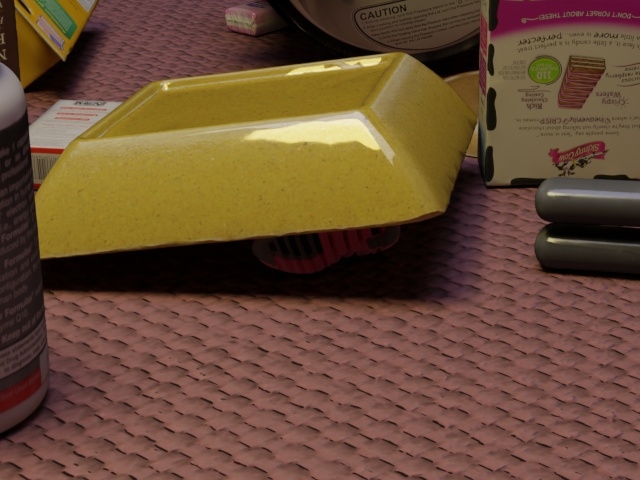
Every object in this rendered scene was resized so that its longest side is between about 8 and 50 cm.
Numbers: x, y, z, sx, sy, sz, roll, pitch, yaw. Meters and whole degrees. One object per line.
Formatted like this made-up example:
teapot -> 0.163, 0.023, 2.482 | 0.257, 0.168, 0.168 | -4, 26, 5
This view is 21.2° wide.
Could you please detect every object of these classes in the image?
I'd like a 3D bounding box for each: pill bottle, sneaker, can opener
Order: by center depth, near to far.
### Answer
pill bottle -> -0.258, -0.026, 1.062 | 0.161, 0.283, 0.161 | -1, 21, 0
can opener -> 0.294, 0.002, 1.248 | 0.284, 0.076, 0.095 | 4, 21, 15
sneaker -> 0.000, 0.000, 1.328 | 0.119, 0.047, 0.057 | -9, 0, -20

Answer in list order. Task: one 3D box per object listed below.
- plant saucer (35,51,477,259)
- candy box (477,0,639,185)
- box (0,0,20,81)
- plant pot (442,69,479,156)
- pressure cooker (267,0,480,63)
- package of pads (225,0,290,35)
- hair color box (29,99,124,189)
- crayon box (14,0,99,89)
plant saucer -> -0.052, -0.082, 1.388 | 0.333, 0.081, 0.333 | -5, 16, 11
candy box -> 0.218, -0.167, 1.469 | 0.159, 0.233, 0.071 | -1, 21, -1
box -> -0.379, -0.166, 1.541 | 0.169, 0.203, 0.167 | -15, 25, -31
plant pot -> 0.197, -0.128, 1.650 | 0.236, 0.032, 0.236 | 0, 21, 0
pressure cooker -> 0.068, -0.387, 1.835 | 0.376, 0.370, 0.420 | 31, 15, -21
package of pads -> -0.066, -0.265, 2.016 | 0.050, 0.032, 0.083 | 21, 30, 39
hair color box -> -0.227, -0.087, 1.551 | 0.072, 0.043, 0.141 | 3, 23, 11
crayon box -> -0.349, -0.286, 1.848 | 0.083, 0.203, 0.323 | -37, 16, 13
